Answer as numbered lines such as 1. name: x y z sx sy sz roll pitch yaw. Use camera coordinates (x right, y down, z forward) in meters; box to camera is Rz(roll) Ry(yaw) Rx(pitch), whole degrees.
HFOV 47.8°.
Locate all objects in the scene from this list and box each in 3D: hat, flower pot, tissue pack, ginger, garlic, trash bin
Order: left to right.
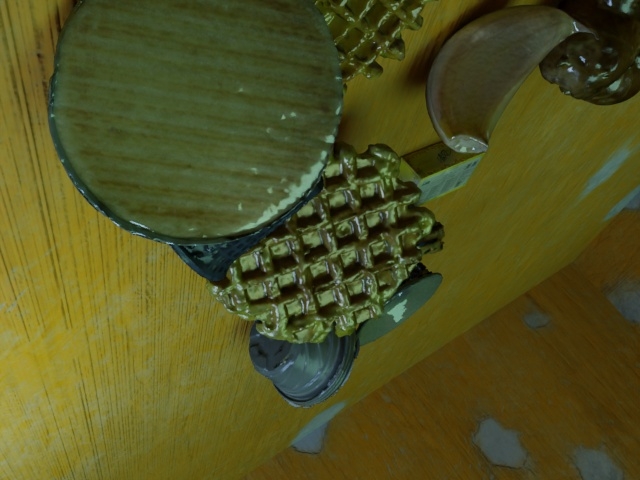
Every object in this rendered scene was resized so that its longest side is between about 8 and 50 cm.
1. trash bin: -0.088 -0.067 0.769 0.161 0.175 0.175 -29 161 7
2. flower pot: -0.053 0.212 1.454 0.141 0.235 0.235 25 118 -43
3. hat: 0.136 0.112 1.624 0.257 0.130 0.257 -33 160 -14
4. tissue pack: 0.210 -0.127 1.335 0.176 0.062 0.095 -23 153 -32
5. garlic: 0.250 -0.237 1.024 0.245 0.164 0.145 -47 141 9
6. ginger: 0.494 -0.360 1.199 0.357 0.152 0.274 -7 124 -55

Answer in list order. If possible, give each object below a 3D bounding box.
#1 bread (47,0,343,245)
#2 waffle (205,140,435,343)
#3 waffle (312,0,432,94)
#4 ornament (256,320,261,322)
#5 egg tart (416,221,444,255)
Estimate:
1. bread: -0.106 -0.121 0.642 0.267 0.040 0.266 -5 111 -13
2. waffle: 0.000 0.000 1.025 0.302 0.068 0.325 27 99 -24
3. waffle: 0.016 -0.245 0.762 0.283 0.065 0.309 -26 160 -23
4. ornament: -0.057 0.049 1.192 0.153 0.166 0.196 -37 175 2
5. egg tart: 0.090 0.011 1.318 0.291 0.107 0.291 -21 177 -1
